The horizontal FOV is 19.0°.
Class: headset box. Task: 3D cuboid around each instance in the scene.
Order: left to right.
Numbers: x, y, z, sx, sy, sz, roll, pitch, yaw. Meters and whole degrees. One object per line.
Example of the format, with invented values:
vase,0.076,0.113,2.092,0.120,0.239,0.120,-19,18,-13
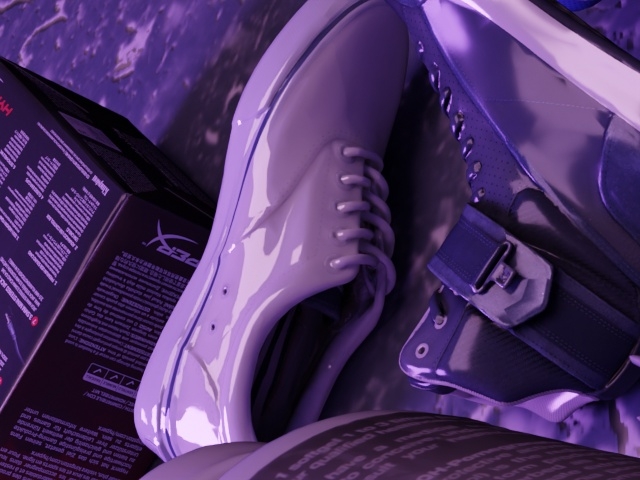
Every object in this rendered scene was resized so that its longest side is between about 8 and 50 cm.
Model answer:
headset box,-0.184,0.071,1.094,0.293,0.110,0.218,-59,38,7

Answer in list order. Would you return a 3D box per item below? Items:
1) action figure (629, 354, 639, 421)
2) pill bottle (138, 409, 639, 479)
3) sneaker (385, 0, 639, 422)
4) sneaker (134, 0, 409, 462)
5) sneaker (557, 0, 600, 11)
action figure,0.175,0.074,0.590,0.285,0.099,0.185,32,107,64
pill bottle,0.049,0.141,0.520,0.318,0.176,0.176,6,72,58
sneaker,0.063,-0.026,0.794,0.226,0.086,0.163,42,106,35
sneaker,0.000,0.000,0.933,0.091,0.094,0.258,16,84,40
sneaker,0.147,-0.144,0.816,0.296,0.112,0.131,-118,43,-56
